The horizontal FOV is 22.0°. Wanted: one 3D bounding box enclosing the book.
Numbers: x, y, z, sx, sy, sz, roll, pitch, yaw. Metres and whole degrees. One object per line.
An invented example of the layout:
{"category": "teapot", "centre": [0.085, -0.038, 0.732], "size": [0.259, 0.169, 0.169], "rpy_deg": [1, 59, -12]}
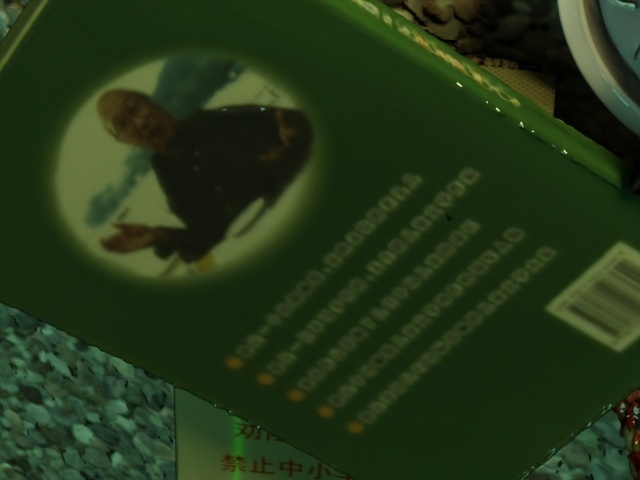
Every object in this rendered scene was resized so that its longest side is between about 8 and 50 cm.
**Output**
{"category": "book", "centre": [0.000, 0.000, 0.832], "size": [0.371, 0.043, 0.260], "rpy_deg": [31, 127, -19]}

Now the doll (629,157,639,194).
{"category": "doll", "centre": [0.194, -0.094, 0.716], "size": [0.091, 0.067, 0.219], "rpy_deg": [17, 125, 12]}

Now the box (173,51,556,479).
{"category": "box", "centre": [0.015, 0.034, 0.940], "size": [0.198, 0.084, 0.310], "rpy_deg": [7, 131, 4]}

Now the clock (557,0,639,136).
{"category": "clock", "centre": [0.213, -0.125, 0.773], "size": [0.197, 0.068, 0.197], "rpy_deg": [14, 131, 17]}

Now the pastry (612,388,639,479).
{"category": "pastry", "centre": [0.255, 0.156, 0.958], "size": [0.115, 0.097, 0.208], "rpy_deg": [-35, 103, 31]}
